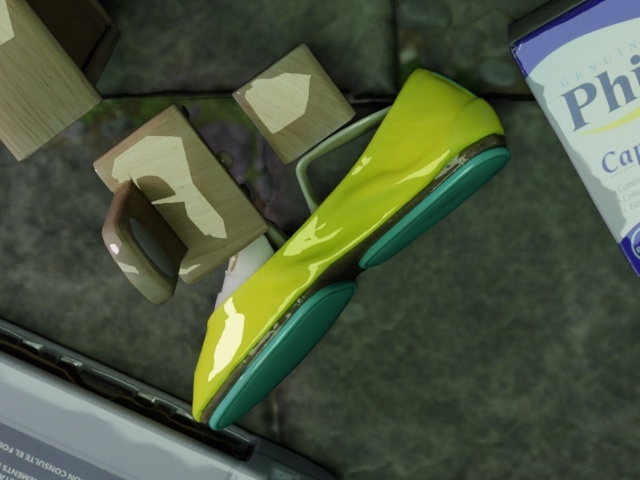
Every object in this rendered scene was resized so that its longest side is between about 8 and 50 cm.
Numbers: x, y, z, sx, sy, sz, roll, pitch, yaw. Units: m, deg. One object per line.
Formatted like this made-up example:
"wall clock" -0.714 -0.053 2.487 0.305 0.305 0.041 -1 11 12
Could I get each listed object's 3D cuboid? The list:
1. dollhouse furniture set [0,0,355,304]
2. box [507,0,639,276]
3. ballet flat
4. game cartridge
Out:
"dollhouse furniture set" -0.013 -0.186 0.772 0.355 0.174 0.303 -35 104 8
"box" 0.178 -0.074 0.849 0.126 0.072 0.137 -29 100 15
"ballet flat" 0.000 0.000 0.906 0.231 0.077 0.077 -45 75 15
"game cartridge" -0.157 0.162 0.983 0.294 0.060 0.196 25 105 0
